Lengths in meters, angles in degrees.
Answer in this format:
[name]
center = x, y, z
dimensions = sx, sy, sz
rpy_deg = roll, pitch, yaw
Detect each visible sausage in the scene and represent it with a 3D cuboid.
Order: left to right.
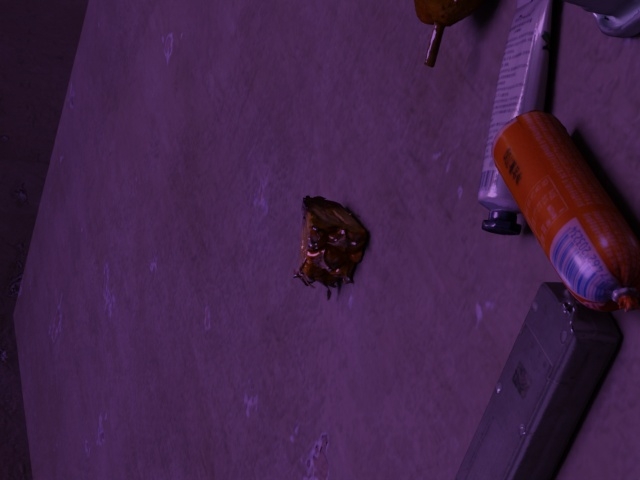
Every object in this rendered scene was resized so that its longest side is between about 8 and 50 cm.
[sausage]
center = 0.207, -0.017, 1.226
dimensions = 0.234, 0.071, 0.071
rpy_deg = -110, 34, -51

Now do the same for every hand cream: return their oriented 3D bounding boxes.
[hand cream]
center = 0.181, -0.122, 1.374
dimensions = 0.080, 0.050, 0.234
rpy_deg = 164, 116, -72

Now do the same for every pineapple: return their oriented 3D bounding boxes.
[pineapple]
center = 0.000, 0.000, 1.764
dimensions = 0.137, 0.069, 0.116
rpy_deg = 129, 142, -57

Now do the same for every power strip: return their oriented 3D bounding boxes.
[power strip]
center = 0.177, 0.154, 1.276
dimensions = 0.078, 0.052, 0.272
rpy_deg = -113, 36, -53

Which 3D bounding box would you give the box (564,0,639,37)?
[box]
center = 0.225, -0.288, 1.114
dimensions = 0.312, 0.182, 0.175
rpy_deg = 149, 125, -63

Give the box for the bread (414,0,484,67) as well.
[bread]
center = 0.147, -0.340, 1.474
dimensions = 0.124, 0.084, 0.344
rpy_deg = -141, 60, -67
